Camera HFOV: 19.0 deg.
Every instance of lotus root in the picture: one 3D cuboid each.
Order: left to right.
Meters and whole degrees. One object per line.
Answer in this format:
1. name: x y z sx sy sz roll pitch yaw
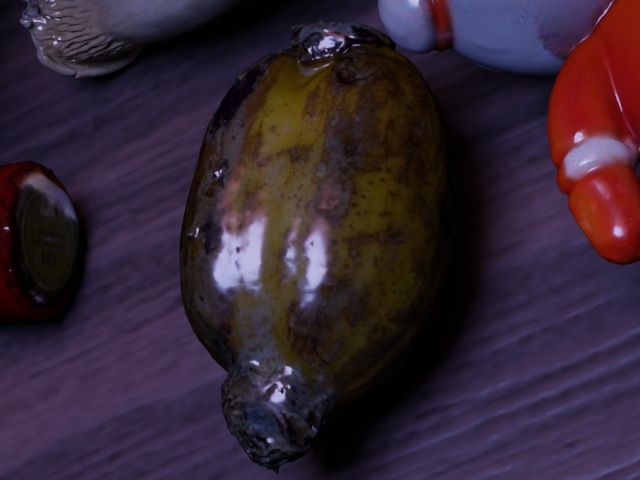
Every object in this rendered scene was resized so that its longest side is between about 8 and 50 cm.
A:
1. lotus root: 0.000 0.000 0.823 0.120 0.120 0.209 0 66 25

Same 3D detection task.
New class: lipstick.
1. lipstick: -0.237 0.010 0.949 0.241 0.080 0.080 -6 62 22

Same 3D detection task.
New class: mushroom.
1. mushroom: -0.059 -0.149 0.909 0.223 0.081 0.092 -40 77 36

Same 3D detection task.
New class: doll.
1. doll: 0.136 -0.093 0.810 0.200 0.105 0.336 -37 59 -18
